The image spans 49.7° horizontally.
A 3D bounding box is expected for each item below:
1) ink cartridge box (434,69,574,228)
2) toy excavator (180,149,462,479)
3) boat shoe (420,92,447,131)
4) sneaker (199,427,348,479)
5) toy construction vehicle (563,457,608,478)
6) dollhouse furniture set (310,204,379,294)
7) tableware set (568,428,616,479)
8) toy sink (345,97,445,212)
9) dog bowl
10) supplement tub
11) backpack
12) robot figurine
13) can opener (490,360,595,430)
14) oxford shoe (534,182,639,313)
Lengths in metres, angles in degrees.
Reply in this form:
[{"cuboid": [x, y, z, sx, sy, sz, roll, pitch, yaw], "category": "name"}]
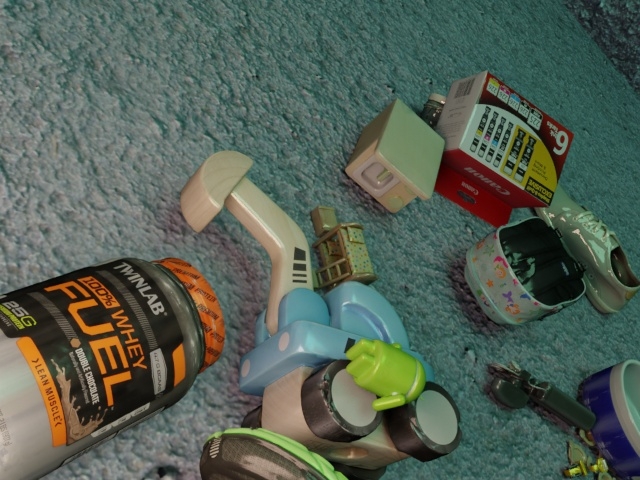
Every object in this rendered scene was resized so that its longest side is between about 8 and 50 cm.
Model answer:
[{"cuboid": [0.421, -0.200, 1.648, 0.309, 0.130, 0.271, 26, 79, -25], "category": "ink cartridge box"}, {"cuboid": [-0.024, 0.114, 1.071, 0.433, 0.222, 0.445, 21, 49, -28], "category": "toy excavator"}, {"cuboid": [0.371, -0.252, 1.768, 0.319, 0.116, 0.099, 32, 89, -30], "category": "boat shoe"}, {"cuboid": [-0.018, 0.445, 0.809, 0.202, 0.185, 0.482, -15, 72, -50], "category": "sneaker"}, {"cuboid": [0.561, 0.501, 1.446, 0.098, 0.035, 0.085, -12, 73, -22], "category": "toy construction vehicle"}, {"cuboid": [0.000, 0.000, 1.249, 0.161, 0.101, 0.181, 5, 60, -39], "category": "dollhouse furniture set"}, {"cuboid": [0.605, 0.477, 1.517, 0.169, 0.020, 0.141, 44, 43, -10], "category": "tableware set"}, {"cuboid": [0.155, -0.165, 1.473, 0.153, 0.131, 0.234, 38, 40, -15], "category": "toy sink"}, {"cuboid": [0.723, 0.414, 1.585, 0.265, 0.104, 0.264, 26, 46, -31], "category": "dog bowl"}, {"cuboid": [-0.292, 0.143, 0.824, 0.338, 0.207, 0.207, -23, 80, -47], "category": "supplement tub"}, {"cuboid": [0.431, 0.074, 1.508, 0.254, 0.191, 0.225, -9, 67, -52], "category": "backpack"}, {"cuboid": [0.089, 0.173, 0.907, 0.115, 0.067, 0.101, 28, 34, -21], "category": "robot figurine"}, {"cuboid": [0.462, 0.336, 1.465, 0.280, 0.074, 0.093, 30, 82, -21], "category": "can opener"}, {"cuboid": [0.712, -0.020, 1.863, 0.169, 0.130, 0.449, -18, 75, -44], "category": "oxford shoe"}]
